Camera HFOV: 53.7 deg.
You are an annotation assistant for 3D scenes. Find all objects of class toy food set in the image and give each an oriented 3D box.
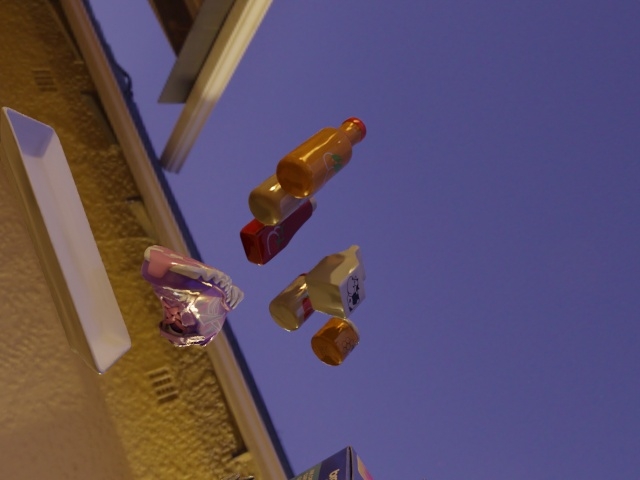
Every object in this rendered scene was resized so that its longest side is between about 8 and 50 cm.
[{"bbox_3d":[0.000,0.000,0.620,0.111,0.104,0.232,11,-52,36],"label":"toy food set"}]

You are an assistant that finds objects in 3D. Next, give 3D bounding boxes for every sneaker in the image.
[{"bbox_3d":[-0.164,0.080,0.786,0.095,0.105,0.236,24,-12,12],"label":"sneaker"}]

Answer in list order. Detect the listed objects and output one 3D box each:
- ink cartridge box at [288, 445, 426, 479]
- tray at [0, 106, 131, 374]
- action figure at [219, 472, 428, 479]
[{"bbox_3d":[-0.002,0.474,0.854,0.395,0.151,0.270,-31,-83,9],"label":"ink cartridge box"},{"bbox_3d":[-0.270,0.003,0.664,0.145,0.030,0.271,-156,-132,-86],"label":"tray"},{"bbox_3d":[-0.015,0.256,0.451,0.285,0.099,0.185,-34,-93,37],"label":"action figure"}]
